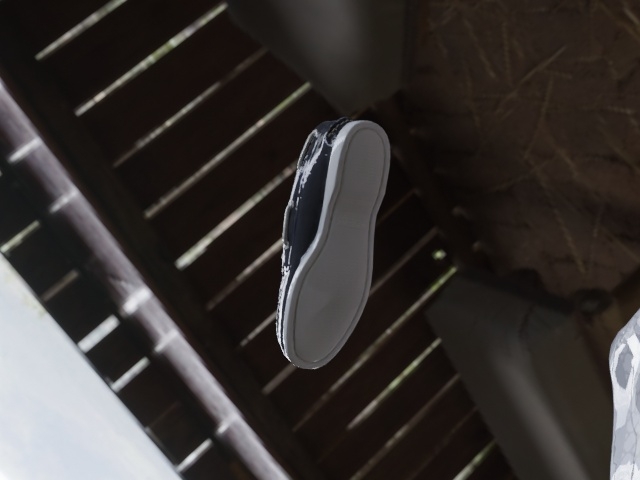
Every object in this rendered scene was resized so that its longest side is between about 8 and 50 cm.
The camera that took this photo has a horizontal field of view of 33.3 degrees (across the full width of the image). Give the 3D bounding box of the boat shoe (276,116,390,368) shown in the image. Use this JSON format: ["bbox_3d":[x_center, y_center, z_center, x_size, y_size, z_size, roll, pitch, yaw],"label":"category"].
[{"bbox_3d":[0.000,0.000,0.531,0.046,0.125,0.038,10,-179,-39],"label":"boat shoe"}]

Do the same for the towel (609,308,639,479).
[{"bbox_3d":[0.231,0.115,0.603,0.053,0.331,0.317,11,145,1],"label":"towel"}]
